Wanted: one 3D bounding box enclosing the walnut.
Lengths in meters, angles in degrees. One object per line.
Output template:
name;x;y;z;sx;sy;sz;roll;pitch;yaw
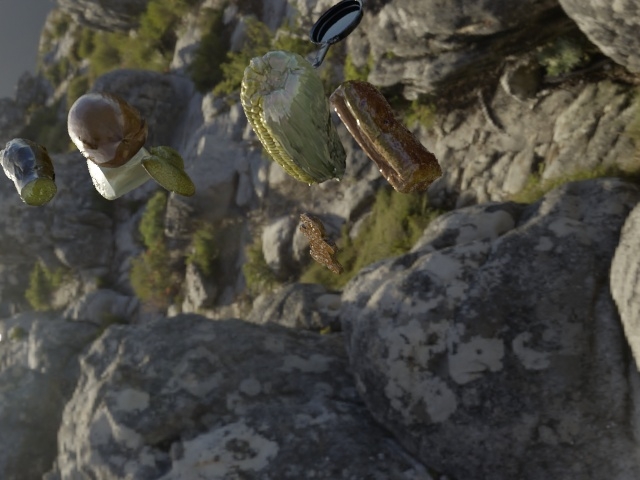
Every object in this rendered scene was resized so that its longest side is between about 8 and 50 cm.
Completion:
walnut;-0.579;-0.297;2.037;0.298;0.203;0.203;38;116;57

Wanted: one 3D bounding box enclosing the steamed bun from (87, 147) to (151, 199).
steamed bun;-0.639;-0.236;2.413;0.250;0.200;0.155;8;128;63

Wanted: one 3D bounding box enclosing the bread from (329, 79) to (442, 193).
bread;0.139;-0.218;1.541;0.271;0.139;0.077;56;129;18

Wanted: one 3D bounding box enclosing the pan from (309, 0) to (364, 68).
pan;0.023;-0.424;1.561;0.136;0.028;0.235;-15;41;35

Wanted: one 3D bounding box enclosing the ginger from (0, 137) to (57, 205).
ginger;-0.759;-0.189;1.961;0.263;0.116;0.109;46;128;43

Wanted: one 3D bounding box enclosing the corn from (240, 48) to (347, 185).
corn;-0.029;-0.172;1.115;0.123;0.305;0.122;23;82;16

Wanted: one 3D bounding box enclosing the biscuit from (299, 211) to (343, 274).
biscuit;0.001;0.000;1.935;0.138;0.031;0.205;32;156;40

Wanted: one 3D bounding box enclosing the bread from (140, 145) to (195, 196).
bread;-0.432;-0.215;2.227;0.065;0.187;0.149;-41;17;31
